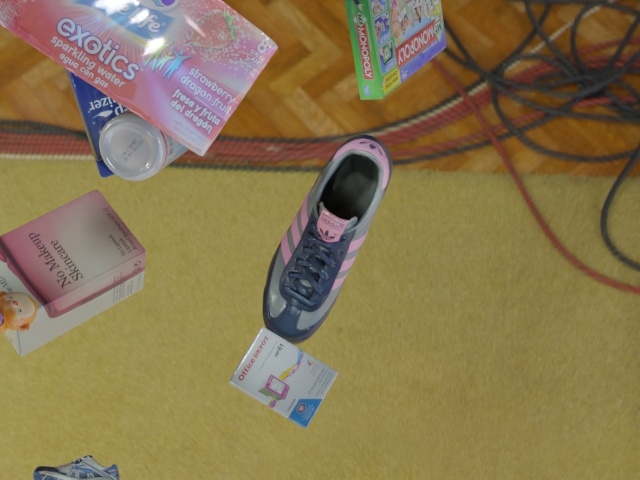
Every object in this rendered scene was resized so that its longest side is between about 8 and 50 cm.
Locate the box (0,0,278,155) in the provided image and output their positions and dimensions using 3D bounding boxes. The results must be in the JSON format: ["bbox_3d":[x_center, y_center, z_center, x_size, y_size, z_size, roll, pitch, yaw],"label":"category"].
[{"bbox_3d":[-0.212,-0.231,0.920,0.142,0.300,0.154,-55,32,4],"label":"box"}]

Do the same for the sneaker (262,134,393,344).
[{"bbox_3d":[0.000,0.000,1.286,0.112,0.131,0.319,23,94,3],"label":"sneaker"}]

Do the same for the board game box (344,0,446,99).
[{"bbox_3d":[0.137,-0.400,1.660,0.046,0.213,0.317,2,27,29],"label":"board game box"}]

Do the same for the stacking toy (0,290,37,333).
[{"bbox_3d":[-0.483,0.137,1.154,0.302,0.165,0.175,-27,66,-36],"label":"stacking toy"}]

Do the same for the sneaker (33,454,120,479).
[{"bbox_3d":[-0.371,0.358,1.439,0.135,0.052,0.058,16,43,-23],"label":"sneaker"}]

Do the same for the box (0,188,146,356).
[{"bbox_3d":[-0.414,0.048,1.493,0.232,0.127,0.148,-31,70,-29],"label":"box"}]

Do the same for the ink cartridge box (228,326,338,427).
[{"bbox_3d":[-0.052,0.185,1.269,0.122,0.052,0.088,31,79,1],"label":"ink cartridge box"}]

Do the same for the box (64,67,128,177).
[{"bbox_3d":[-0.356,-0.233,1.662,0.136,0.225,0.036,-23,22,-22],"label":"box"}]

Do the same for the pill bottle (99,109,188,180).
[{"bbox_3d":[-0.213,-0.140,1.217,0.087,0.087,0.160,11,24,12],"label":"pill bottle"}]
